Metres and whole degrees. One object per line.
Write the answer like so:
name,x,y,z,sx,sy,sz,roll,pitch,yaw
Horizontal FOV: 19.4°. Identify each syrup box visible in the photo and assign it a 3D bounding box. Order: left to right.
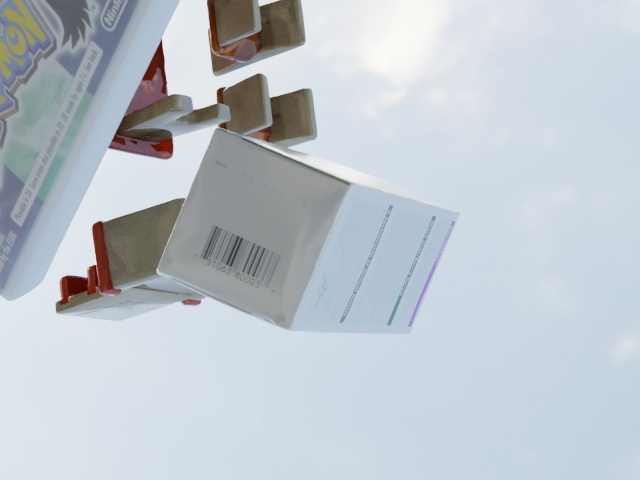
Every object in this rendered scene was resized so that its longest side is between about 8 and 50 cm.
syrup box,0.000,0.000,1.165,0.093,0.237,0.096,24,-86,19

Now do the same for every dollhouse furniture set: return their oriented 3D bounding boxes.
dollhouse furniture set,-0.134,-0.084,1.349,0.135,0.262,0.259,-17,-107,35

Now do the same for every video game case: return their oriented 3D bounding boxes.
video game case,-0.138,-0.101,0.664,0.183,0.201,0.023,43,-136,11
